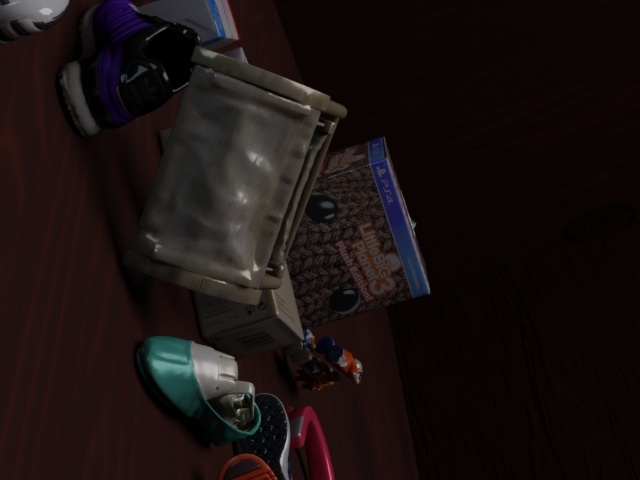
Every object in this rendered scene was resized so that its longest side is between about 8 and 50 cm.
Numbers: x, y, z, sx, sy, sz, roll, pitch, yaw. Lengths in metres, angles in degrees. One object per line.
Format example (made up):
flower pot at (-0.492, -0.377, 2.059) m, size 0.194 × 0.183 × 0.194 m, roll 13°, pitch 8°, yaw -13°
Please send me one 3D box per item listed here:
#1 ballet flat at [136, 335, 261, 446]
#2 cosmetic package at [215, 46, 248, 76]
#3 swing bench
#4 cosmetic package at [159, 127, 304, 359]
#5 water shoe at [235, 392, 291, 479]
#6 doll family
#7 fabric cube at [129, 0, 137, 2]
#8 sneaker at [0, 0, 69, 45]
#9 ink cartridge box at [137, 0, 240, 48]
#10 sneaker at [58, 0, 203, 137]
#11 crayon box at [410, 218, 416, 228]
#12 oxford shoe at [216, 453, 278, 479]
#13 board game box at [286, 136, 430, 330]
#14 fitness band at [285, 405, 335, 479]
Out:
ballet flat at (-0.125, 0.163, 1.348) m, size 0.247 × 0.087 × 0.083 m, roll 61°, pitch 14°, yaw -58°
cosmetic package at (-0.139, -0.222, 2.181) m, size 0.117 × 0.085 × 0.231 m, roll -98°, pitch 170°, yaw -53°
swing bench at (-0.093, -0.072, 1.398) m, size 0.254 × 0.165 × 0.253 m, roll -41°, pitch 151°, yaw -84°
cosmetic package at (-0.124, -0.005, 1.665) m, size 0.160 × 0.113 × 0.310 m, roll 53°, pitch 22°, yaw -69°
water shoe at (-0.075, 0.302, 1.565) m, size 0.080 × 0.072 × 0.203 m, roll 102°, pitch -16°, yaw -56°
doll family at (-0.030, 0.173, 2.084) m, size 0.263 × 0.118 × 0.163 m, roll 56°, pitch 4°, yaw 29°
fabric cube at (-0.203, -0.496, 1.648) m, size 0.259 × 0.254 × 0.258 m, roll -90°, pitch 163°, yaw -70°
sneaker at (-0.290, -0.312, 1.141) m, size 0.281 × 0.106 × 0.163 m, roll -94°, pitch 162°, yaw -59°
ink cartridge box at (-0.196, -0.303, 1.710) m, size 0.231 × 0.134 × 0.078 m, roll -55°, pitch 127°, yaw -80°
sneaker at (-0.204, -0.215, 1.388) m, size 0.293 × 0.146 × 0.102 m, roll -94°, pitch 165°, yaw -59°
crayon box at (0.025, -0.009, 2.082) m, size 0.165 × 0.081 × 0.278 m, roll 37°, pitch -30°, yaw -10°
oxford shoe at (-0.068, 0.370, 1.378) m, size 0.098 × 0.096 × 0.271 m, roll -161°, pitch -124°, yaw -74°
board game box at (0.000, 0.000, 1.880) m, size 0.141 × 0.291 × 0.232 m, roll -86°, pitch 158°, yaw -71°
fitness band at (-0.022, 0.371, 1.825) m, size 0.291 × 0.054 × 0.209 m, roll -60°, pitch 136°, yaw -79°
